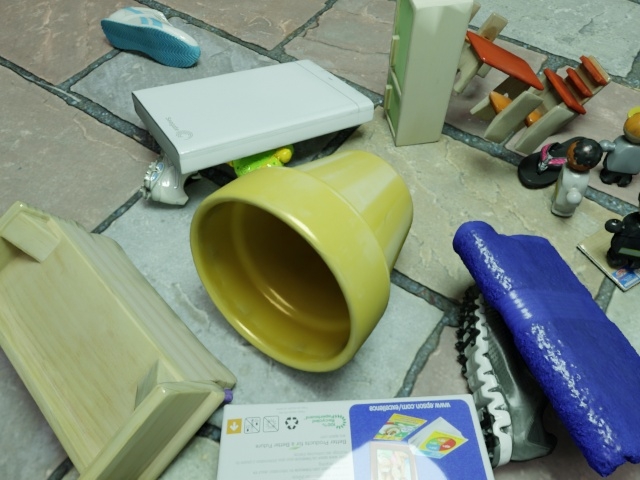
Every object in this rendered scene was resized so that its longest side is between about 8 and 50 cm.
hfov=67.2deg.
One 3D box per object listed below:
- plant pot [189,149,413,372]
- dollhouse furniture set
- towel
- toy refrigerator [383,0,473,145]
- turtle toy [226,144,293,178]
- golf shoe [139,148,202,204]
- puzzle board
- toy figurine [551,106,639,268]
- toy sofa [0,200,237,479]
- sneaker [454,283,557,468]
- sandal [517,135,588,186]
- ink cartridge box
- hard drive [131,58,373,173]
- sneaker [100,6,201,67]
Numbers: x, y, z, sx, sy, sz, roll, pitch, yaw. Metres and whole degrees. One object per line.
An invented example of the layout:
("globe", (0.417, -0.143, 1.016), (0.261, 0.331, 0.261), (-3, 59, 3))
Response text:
("plant pot", (0.000, 0.000, 0.642), (0.253, 0.254, 0.239), (30, 45, 18))
("dollhouse furniture set", (0.349, -0.285, 0.819), (0.258, 0.135, 0.262), (10, 51, -31))
("towel", (0.297, 0.119, 0.603), (0.227, 0.076, 0.308), (9, 45, -38))
("toy refrigerator", (0.165, -0.292, 0.805), (0.094, 0.270, 0.102), (-9, 57, -3))
("turtle toy", (-0.094, -0.136, 0.822), (0.095, 0.066, 0.130), (27, 59, 23))
("golf shoe", (-0.244, -0.130, 0.833), (0.085, 0.069, 0.176), (22, 54, -16))
("puzzle board", (0.484, 0.015, 0.757), (0.128, 0.011, 0.096), (-26, 61, -16))
("toy figurine", (0.485, -0.089, 0.731), (0.212, 0.148, 0.210), (-23, 52, -13))
("toy sofa", (-0.288, 0.126, 0.618), (0.362, 0.177, 0.150), (41, 89, 23))
("sneaker", (0.240, 0.167, 0.620), (0.106, 0.078, 0.235), (4, 57, -5))
("sandal", (0.421, -0.150, 0.849), (0.179, 0.040, 0.067), (-27, 61, -17))
("ink cartridge box", (0.038, 0.318, 0.493), (0.303, 0.072, 0.308), (-2, 49, -1))
("hard drive", (-0.117, -0.233, 0.841), (0.352, 0.047, 0.233), (-22, 47, -26))
("sneaker", (-0.345, -0.439, 1.013), (0.228, 0.087, 0.092), (24, 57, 13))
